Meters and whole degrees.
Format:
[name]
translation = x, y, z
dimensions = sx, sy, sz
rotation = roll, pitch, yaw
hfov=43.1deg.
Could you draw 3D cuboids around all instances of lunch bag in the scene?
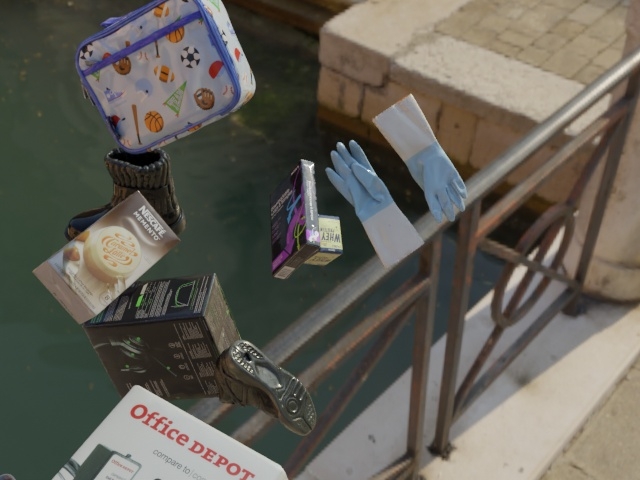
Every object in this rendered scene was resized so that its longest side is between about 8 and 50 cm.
[lunch bag]
translation = -0.285, -0.302, 1.441
dimensions = 0.303, 0.243, 0.115
rotation = -19, 15, 23

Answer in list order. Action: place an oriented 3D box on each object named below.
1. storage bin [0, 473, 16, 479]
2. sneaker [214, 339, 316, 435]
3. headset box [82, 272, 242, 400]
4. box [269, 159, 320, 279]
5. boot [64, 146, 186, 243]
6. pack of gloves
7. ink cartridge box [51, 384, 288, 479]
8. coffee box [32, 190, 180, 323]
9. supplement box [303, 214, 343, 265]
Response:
[storage bin]
translation = -0.440, 0.425, 1.169
dimensions = 0.098, 0.091, 0.135
rotation = -42, 48, -18
[sneaker]
translation = -0.114, 0.295, 1.562
dimensions = 0.227, 0.130, 0.087
rotation = 41, 49, -10
[headset box]
translation = -0.331, 0.213, 1.713
dimensions = 0.283, 0.246, 0.131
rotation = -7, 38, 12
[box]
translation = -0.044, -0.034, 1.304
dimensions = 0.029, 0.116, 0.162
rotation = 15, 53, -26
[boot]
translation = -0.540, -0.115, 2.138
dimensions = 0.348, 0.260, 0.131
rotation = -12, 47, 1
[pack of gloves]
translation = 0.130, -0.101, 1.394
dimensions = 0.195, 0.232, 0.046
rotation = -33, 12, -3
[ink cartridge box]
translation = -0.135, 0.230, 0.585
dimensions = 0.153, 0.087, 0.208
rotation = 22, 54, 24
[coffee box]
translation = -0.421, 0.030, 1.611
dimensions = 0.098, 0.141, 0.246
rotation = -25, 18, 51
[supplement box]
translation = 0.000, 0.000, 1.717
dimensions = 0.056, 0.083, 0.083
rotation = 6, 67, -29
